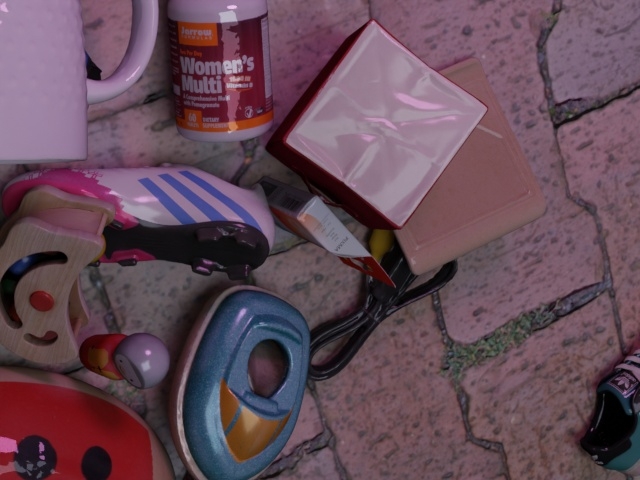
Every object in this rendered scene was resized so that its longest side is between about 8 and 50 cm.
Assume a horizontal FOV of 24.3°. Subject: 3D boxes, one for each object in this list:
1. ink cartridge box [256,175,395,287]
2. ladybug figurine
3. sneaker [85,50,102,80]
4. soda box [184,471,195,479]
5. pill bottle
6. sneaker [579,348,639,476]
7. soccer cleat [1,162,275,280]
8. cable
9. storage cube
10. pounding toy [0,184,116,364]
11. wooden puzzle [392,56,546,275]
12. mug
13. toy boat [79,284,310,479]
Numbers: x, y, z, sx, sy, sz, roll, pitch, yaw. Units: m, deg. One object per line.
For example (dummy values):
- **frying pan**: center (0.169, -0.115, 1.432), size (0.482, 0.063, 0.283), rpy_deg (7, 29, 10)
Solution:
- **ink cartridge box**: center (0.000, 0.000, 1.910), size (0.045, 0.145, 0.179), rpy_deg (-46, 119, -12)
- **ladybug figurine**: center (-0.362, 0.315, 1.811), size (0.449, 0.162, 0.305), rpy_deg (18, 97, -32)
- **sneaker**: center (-0.319, -0.160, 1.737), size (0.084, 0.058, 0.152), rpy_deg (46, 76, -23)
- **soda box**: center (-0.103, 0.397, 1.918), size (0.083, 0.263, 0.092), rpy_deg (15, 99, -32)
- **pill bottle**: center (-0.121, -0.237, 1.782), size (0.121, 0.121, 0.221), rpy_deg (-13, 112, -25)
- **sneaker**: center (0.503, 0.217, 2.280), size (0.121, 0.108, 0.302), rpy_deg (22, 97, -36)
- **soccer cleat**: center (-0.218, -0.040, 1.816), size (0.331, 0.143, 0.116), rpy_deg (12, 131, -11)
- **cable**: center (0.079, 0.076, 2.045), size (0.139, 0.072, 0.287), rpy_deg (29, 102, -32)
- **storage cube**: center (0.065, -0.136, 1.841), size (0.183, 0.193, 0.215), rpy_deg (37, 86, -7)
- **pounding toy**: center (-0.332, 0.078, 1.721), size (0.154, 0.155, 0.269), rpy_deg (31, 124, -17)
- **wooden puzzle**: center (0.166, -0.100, 1.996), size (0.221, 0.044, 0.239), rpy_deg (-24, 92, -19)
- **mug**: center (-0.344, -0.245, 1.571), size (0.374, 0.276, 0.328), rpy_deg (-3, 93, -32)
- **toy boat**: center (-0.141, 0.175, 1.859), size (0.318, 0.148, 0.268), rpy_deg (18, 79, -37)
